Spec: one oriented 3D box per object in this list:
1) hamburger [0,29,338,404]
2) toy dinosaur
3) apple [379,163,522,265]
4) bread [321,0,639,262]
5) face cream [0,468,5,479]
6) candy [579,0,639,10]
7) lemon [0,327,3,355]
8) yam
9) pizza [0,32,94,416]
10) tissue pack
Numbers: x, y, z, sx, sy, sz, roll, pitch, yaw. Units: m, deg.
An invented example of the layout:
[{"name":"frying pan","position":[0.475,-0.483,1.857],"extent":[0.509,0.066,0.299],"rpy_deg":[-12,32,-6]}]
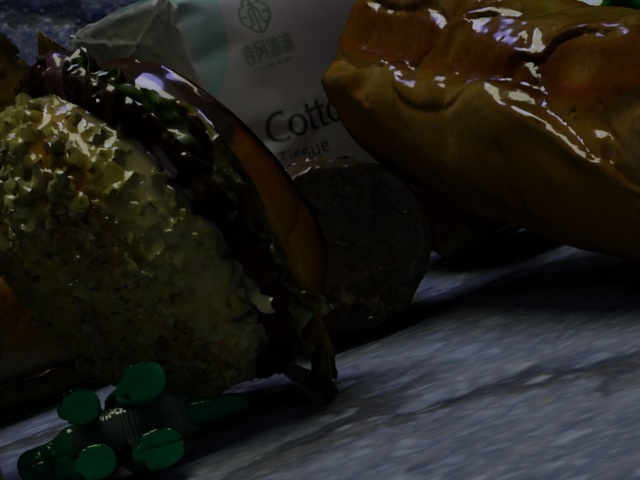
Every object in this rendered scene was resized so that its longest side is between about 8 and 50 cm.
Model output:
[{"name":"hamburger","position":[-0.101,0.004,1.108],"extent":[0.262,0.243,0.138],"rpy_deg":[20,57,44]},{"name":"toy dinosaur","position":[-0.102,0.104,1.046],"extent":[0.132,0.059,0.096],"rpy_deg":[-14,-10,-10]},{"name":"apple","position":[0.120,-0.059,1.444],"extent":[0.158,0.147,0.156],"rpy_deg":[-10,31,53]},{"name":"bread","position":[0.151,-0.074,1.181],"extent":[0.195,0.148,0.344],"rpy_deg":[16,5,-35]},{"name":"face cream","position":[-0.274,0.167,0.780],"extent":[0.311,0.092,0.092],"rpy_deg":[-19,7,-7]},{"name":"candy","position":[0.414,-0.219,1.972],"extent":[0.398,0.172,0.263],"rpy_deg":[-3,14,12]},{"name":"lemon","position":[-0.318,0.062,1.087],"extent":[0.310,0.253,0.253],"rpy_deg":[2,14,25]},{"name":"yam","position":[-0.001,-0.001,1.326],"extent":[0.128,0.129,0.238],"rpy_deg":[26,-4,-10]},{"name":"pizza","position":[-0.300,-0.064,1.372],"extent":[0.440,0.406,0.130],"rpy_deg":[-11,-9,-36]},{"name":"tissue pack","position":[0.002,-0.109,1.603],"extent":[0.356,0.266,0.194],"rpy_deg":[-23,9,-38]}]
